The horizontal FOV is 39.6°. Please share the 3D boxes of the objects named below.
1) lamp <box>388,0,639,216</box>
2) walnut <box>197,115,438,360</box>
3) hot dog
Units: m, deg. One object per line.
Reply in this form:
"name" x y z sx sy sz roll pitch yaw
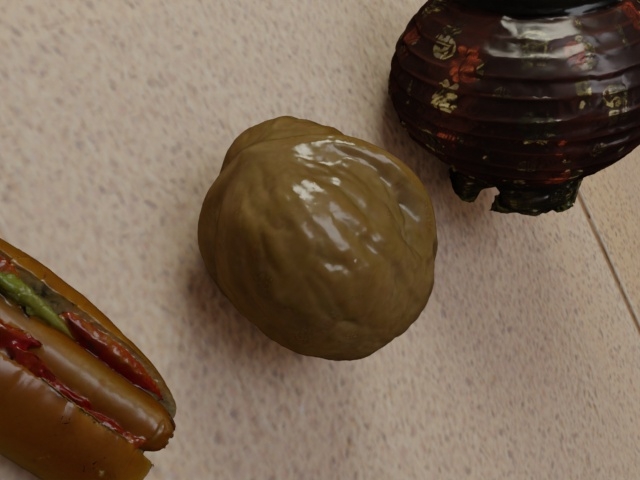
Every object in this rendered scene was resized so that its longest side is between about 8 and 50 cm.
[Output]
"lamp" 0.174 -0.138 0.763 0.247 0.247 0.247 22 59 -41
"walnut" 0.000 0.000 0.568 0.166 0.149 0.166 57 15 -24
"hot dog" -0.165 0.042 0.429 0.236 0.062 0.092 41 51 -27
